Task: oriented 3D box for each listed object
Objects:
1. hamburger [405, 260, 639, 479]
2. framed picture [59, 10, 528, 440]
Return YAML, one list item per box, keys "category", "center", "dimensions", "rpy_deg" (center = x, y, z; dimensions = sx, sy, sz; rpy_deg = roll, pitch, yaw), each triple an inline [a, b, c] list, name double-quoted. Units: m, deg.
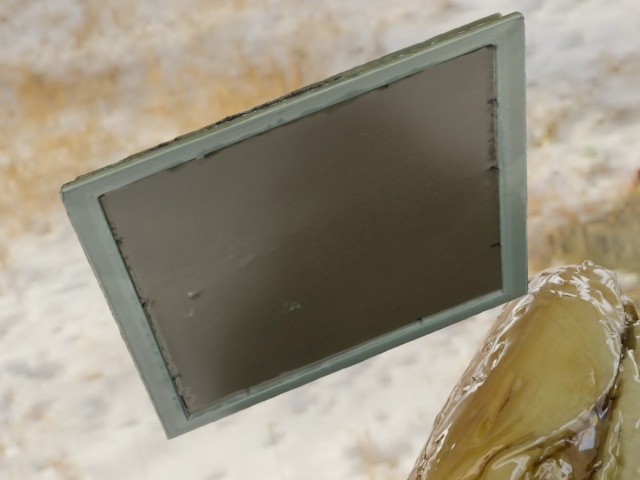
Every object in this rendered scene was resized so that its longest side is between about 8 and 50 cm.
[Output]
- category: "hamburger"
  center: [0.085, 0.117, 0.813]
  dimensions: [0.108, 0.214, 0.214]
  rpy_deg: [29, 30, 7]
- category: "framed picture"
  center: [0.000, 0.000, 0.630]
  dimensions: [0.142, 0.183, 0.011]
  rpy_deg: [-22, 62, -5]
